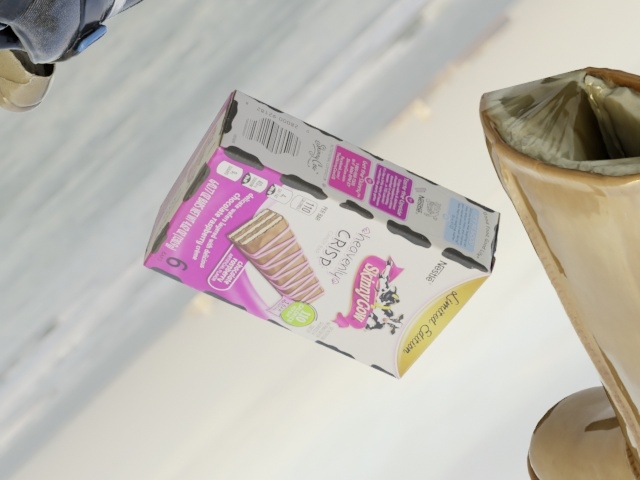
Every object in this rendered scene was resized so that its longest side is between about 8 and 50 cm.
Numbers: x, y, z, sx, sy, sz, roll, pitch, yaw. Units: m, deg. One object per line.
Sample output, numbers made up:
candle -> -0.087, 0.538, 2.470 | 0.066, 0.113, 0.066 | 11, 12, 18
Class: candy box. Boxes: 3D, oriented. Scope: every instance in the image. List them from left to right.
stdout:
candy box -> 0.000, 0.000, 1.531 | 0.159, 0.233, 0.071 | -54, -163, 45

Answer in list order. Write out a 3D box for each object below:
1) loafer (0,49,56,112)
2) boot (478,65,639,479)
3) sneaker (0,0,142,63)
loafer -> -0.208, -0.160, 1.308 | 0.056, 0.148, 0.050 | -25, -175, -43
boot -> 0.137, 0.038, 0.900 | 0.089, 0.269, 0.236 | -40, -150, -19
sneaker -> -0.117, -0.154, 0.770 | 0.121, 0.079, 0.217 | -50, 146, -26
